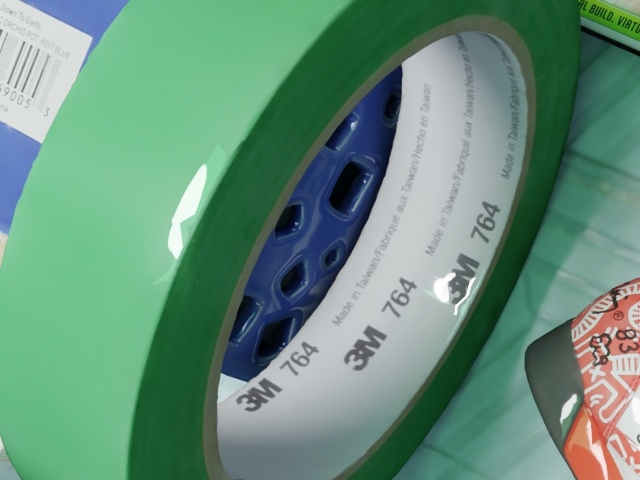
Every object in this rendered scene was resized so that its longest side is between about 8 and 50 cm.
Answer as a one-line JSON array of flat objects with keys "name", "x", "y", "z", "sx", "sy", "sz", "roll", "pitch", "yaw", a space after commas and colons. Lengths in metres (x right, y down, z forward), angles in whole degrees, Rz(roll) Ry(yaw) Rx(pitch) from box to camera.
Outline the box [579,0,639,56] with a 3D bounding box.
[{"name": "box", "x": 0.138, "y": -0.169, "z": 0.714, "sx": 0.207, "sy": 0.036, "sz": 0.114, "roll": 29, "pitch": 100, "yaw": 27}]

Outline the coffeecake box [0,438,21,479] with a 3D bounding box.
[{"name": "coffeecake box", "x": -0.257, "y": 0.130, "z": 0.882, "sx": 0.142, "sy": 0.068, "sz": 0.185, "roll": 43, "pitch": 106, "yaw": 23}]

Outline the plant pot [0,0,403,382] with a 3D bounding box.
[{"name": "plant pot", "x": -0.095, "y": -0.070, "z": 0.732, "sx": 0.236, "sy": 0.212, "sz": 0.236, "roll": 28, "pitch": 100, "yaw": 26}]

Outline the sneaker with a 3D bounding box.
[{"name": "sneaker", "x": 0.212, "y": 0.128, "z": 0.622, "sx": 0.145, "sy": 0.090, "sz": 0.270, "roll": -35, "pitch": 68, "yaw": 24}]

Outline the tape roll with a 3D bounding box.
[{"name": "tape roll", "x": 0.000, "y": 0.000, "z": 0.613, "sx": 0.077, "sy": 0.321, "sz": 0.321, "roll": 29, "pitch": 100, "yaw": 27}]
